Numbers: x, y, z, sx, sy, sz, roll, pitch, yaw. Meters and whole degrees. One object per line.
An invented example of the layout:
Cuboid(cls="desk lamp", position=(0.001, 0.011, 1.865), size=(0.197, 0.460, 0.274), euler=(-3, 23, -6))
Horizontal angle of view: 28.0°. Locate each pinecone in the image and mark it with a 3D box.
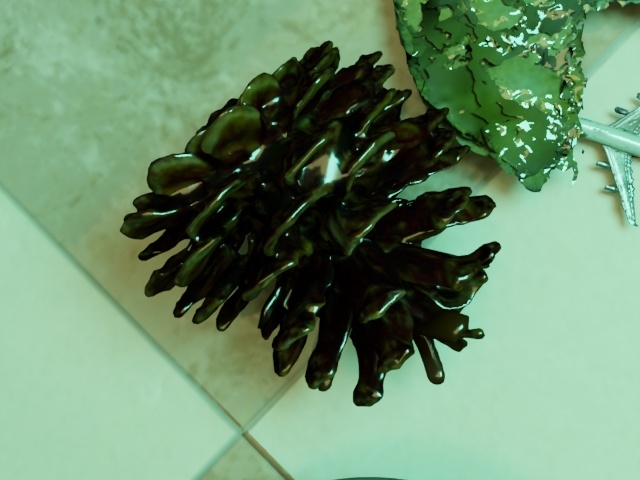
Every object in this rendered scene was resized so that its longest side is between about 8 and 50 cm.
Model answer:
Cuboid(cls="pinecone", position=(0.008, -0.001, 0.604), size=(0.165, 0.163, 0.163), euler=(43, 94, -2))

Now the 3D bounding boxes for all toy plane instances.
Cuboid(cls="toy plane", position=(0.159, -0.048, 0.648), size=(0.084, 0.024, 0.078), euler=(19, 90, 15))

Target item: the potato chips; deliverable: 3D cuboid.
Cuboid(cls="potato chips", position=(0.130, -0.139, 0.647), size=(0.202, 0.029, 0.220), euler=(38, 86, 15))

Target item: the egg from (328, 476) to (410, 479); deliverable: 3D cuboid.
Cuboid(cls="egg", position=(0.051, 0.205, 0.574), size=(0.232, 0.176, 0.176), euler=(30, 91, 2))
